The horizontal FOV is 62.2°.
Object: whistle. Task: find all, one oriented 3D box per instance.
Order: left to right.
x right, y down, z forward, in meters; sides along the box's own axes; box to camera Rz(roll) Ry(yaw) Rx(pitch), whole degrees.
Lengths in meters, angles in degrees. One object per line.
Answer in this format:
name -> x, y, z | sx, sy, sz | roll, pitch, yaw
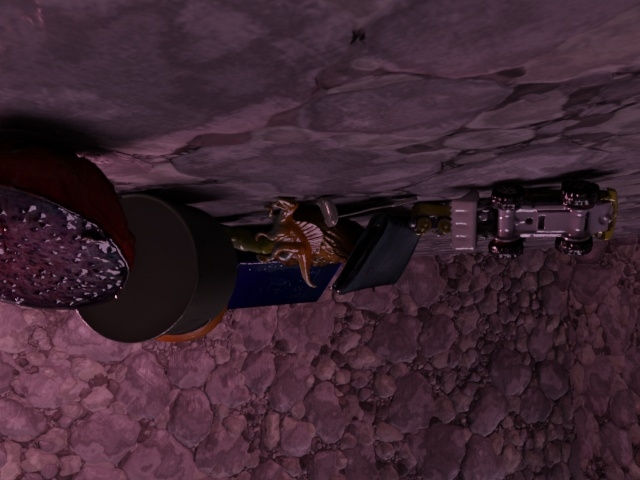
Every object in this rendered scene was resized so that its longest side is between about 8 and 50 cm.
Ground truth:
whistle -> -0.180, 0.001, 1.118 | 0.199, 0.057, 0.104 | 14, 179, 36

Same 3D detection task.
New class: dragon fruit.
dragon fruit -> -0.299, -0.039, 0.558 | 0.224, 0.148, 0.218 | 5, 143, -5

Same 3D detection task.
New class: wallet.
wallet -> 0.149, 0.027, 1.187 | 0.046, 0.190, 0.379 | 33, -167, 19

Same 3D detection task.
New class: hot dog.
hot dog -> 0.000, 0.000, 1.162 | 0.196, 0.122, 0.272 | -3, 177, 20

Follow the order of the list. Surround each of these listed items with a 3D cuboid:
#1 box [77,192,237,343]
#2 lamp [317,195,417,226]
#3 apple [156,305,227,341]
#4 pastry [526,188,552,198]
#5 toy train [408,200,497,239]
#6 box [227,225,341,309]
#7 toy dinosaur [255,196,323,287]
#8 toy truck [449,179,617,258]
box -> -0.264, 0.045, 0.860 | 0.226, 0.225, 0.149 | -6, 174, 15
lamp -> 0.092, -0.072, 0.995 | 0.199, 0.056, 0.050 | -14, 177, -24
apple -> -0.351, 0.109, 1.289 | 0.233, 0.285, 0.286 | 7, 170, -27
pastry -> 0.432, -0.072, 1.091 | 0.080, 0.056, 0.140 | -12, 167, 4
toy train -> 0.286, -0.047, 1.125 | 0.203, 0.081, 0.060 | 3, 172, -7
box -> -0.108, 0.074, 1.391 | 0.279, 0.116, 0.261 | -3, 148, -22
toy dinosaur -> -0.043, 0.000, 1.017 | 0.212, 0.057, 0.142 | 31, 125, -35
toy truck -> 0.383, -0.045, 0.970 | 0.286, 0.136, 0.111 | -1, -154, 13
